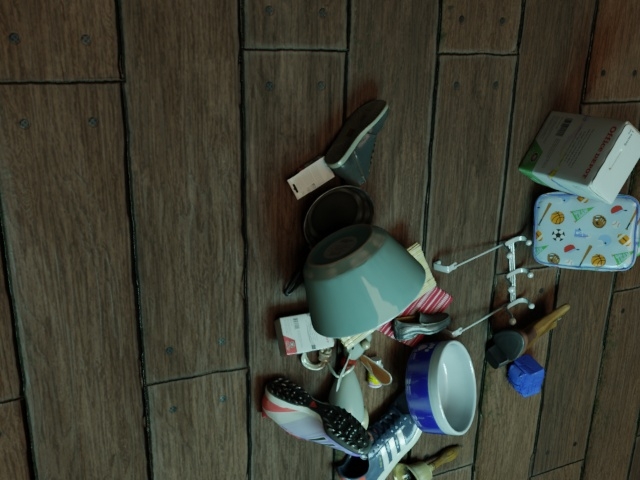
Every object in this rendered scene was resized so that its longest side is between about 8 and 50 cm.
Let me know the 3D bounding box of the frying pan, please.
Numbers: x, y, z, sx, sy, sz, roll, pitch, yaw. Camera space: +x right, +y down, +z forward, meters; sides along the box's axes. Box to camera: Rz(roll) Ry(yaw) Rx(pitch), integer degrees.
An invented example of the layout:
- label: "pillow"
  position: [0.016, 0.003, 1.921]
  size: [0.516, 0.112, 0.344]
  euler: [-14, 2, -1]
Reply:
- label: "frying pan"
  position: [0.027, -0.001, 1.636]
  size: [0.197, 0.053, 0.326]
  euler: [3, 119, -29]

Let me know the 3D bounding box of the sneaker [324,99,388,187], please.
- label: "sneaker"
  position: [0.109, -0.244, 1.592]
  size: [0.222, 0.083, 0.118]
  euler: [-51, 135, -7]

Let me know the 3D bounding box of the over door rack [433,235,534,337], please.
- label: "over door rack"
  position: [0.505, 0.143, 1.876]
  size: [0.324, 0.108, 0.240]
  euler: [-16, 112, -20]

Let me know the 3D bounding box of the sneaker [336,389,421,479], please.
- label: "sneaker"
  position: [0.174, 0.576, 1.841]
  size: [0.148, 0.131, 0.350]
  euler: [29, 92, -34]

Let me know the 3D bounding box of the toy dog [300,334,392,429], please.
- label: "toy dog"
  position: [0.086, 0.415, 1.731]
  size: [0.220, 0.161, 0.334]
  euler: [-16, 112, -20]

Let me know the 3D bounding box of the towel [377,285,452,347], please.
- label: "towel"
  position: [0.219, 0.176, 1.766]
  size: [0.274, 0.031, 0.199]
  euler: [30, 105, -27]

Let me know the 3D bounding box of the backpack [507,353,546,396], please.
- label: "backpack"
  position: [0.664, 0.448, 2.057]
  size: [0.101, 0.098, 0.120]
  euler: [-14, 125, -11]

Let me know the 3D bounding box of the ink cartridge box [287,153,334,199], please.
- label: "ink cartridge box"
  position: [-0.028, -0.158, 1.571]
  size: [0.115, 0.029, 0.063]
  euler: [-34, 118, -11]

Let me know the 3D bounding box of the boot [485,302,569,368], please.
- label: "boot"
  position: [0.665, 0.281, 1.940]
  size: [0.280, 0.096, 0.264]
  euler: [-27, 150, -14]

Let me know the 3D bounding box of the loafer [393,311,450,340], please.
- label: "loafer"
  position: [0.284, 0.228, 1.761]
  size: [0.170, 0.062, 0.061]
  euler: [-16, 114, -11]

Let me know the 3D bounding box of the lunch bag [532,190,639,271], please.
- label: "lunch bag"
  position: [0.779, -0.036, 1.838]
  size: [0.115, 0.303, 0.243]
  euler: [-2, 96, -63]

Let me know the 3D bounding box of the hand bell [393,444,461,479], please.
- label: "hand bell"
  position: [0.361, 0.716, 2.009]
  size: [0.242, 0.126, 0.126]
  euler: [-18, 114, -33]

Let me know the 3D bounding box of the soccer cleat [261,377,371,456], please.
- label: "soccer cleat"
  position: [-0.015, 0.484, 1.656]
  size: [0.108, 0.318, 0.117]
  euler: [-35, 147, -58]

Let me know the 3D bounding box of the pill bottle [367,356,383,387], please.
- label: "pill bottle"
  position: [0.159, 0.380, 1.822]
  size: [0.043, 0.043, 0.083]
  euler: [-6, 108, -24]

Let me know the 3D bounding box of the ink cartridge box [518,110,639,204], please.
- label: "ink cartridge box"
  position: [0.727, -0.237, 1.761]
  size: [0.117, 0.278, 0.201]
  euler: [28, 93, -29]

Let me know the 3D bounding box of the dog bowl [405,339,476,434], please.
- label: "dog bowl"
  position: [0.351, 0.422, 1.815]
  size: [0.264, 0.104, 0.265]
  euler: [17, 68, -52]

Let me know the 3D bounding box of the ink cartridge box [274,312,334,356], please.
- label: "ink cartridge box"
  position: [-0.044, 0.244, 1.653]
  size: [0.135, 0.056, 0.099]
  euler: [-6, 75, -24]

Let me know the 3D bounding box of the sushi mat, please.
- label: "sushi mat"
  position: [0.163, 0.148, 1.685]
  size: [0.316, 0.019, 0.151]
  euler: [-34, 115, -12]

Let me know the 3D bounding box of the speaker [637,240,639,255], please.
- label: "speaker"
  position: [0.910, -0.038, 1.999]
  size: [0.296, 0.131, 0.131]
  euler: [20, 97, -29]

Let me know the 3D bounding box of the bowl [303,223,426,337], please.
- label: "bowl"
  position: [0.081, 0.074, 1.522]
  size: [0.311, 0.311, 0.163]
  euler: [-34, 113, -12]
